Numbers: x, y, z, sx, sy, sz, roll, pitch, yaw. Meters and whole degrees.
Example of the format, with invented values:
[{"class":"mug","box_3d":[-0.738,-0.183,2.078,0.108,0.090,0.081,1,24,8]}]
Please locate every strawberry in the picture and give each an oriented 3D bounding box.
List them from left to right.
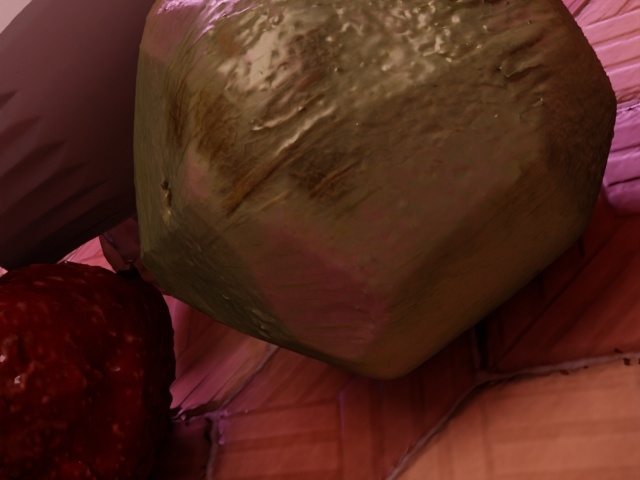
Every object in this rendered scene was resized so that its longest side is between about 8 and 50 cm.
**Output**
[{"class":"strawberry","box_3d":[-0.225,0.133,1.100,0.274,0.274,0.220,-30,67,25]}]

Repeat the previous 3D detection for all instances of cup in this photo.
[{"class":"cup","box_3d":[-0.162,-0.166,1.159,0.371,0.253,0.253,-43,27,0]}]

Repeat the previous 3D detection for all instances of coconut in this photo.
[{"class":"coconut","box_3d":[0.020,-0.062,0.962,0.329,0.281,0.328,-6,76,23]}]

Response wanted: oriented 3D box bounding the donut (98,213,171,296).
[{"class":"donut","box_3d":[-0.112,-0.032,1.269,0.175,0.068,0.174,-10,66,24]}]
